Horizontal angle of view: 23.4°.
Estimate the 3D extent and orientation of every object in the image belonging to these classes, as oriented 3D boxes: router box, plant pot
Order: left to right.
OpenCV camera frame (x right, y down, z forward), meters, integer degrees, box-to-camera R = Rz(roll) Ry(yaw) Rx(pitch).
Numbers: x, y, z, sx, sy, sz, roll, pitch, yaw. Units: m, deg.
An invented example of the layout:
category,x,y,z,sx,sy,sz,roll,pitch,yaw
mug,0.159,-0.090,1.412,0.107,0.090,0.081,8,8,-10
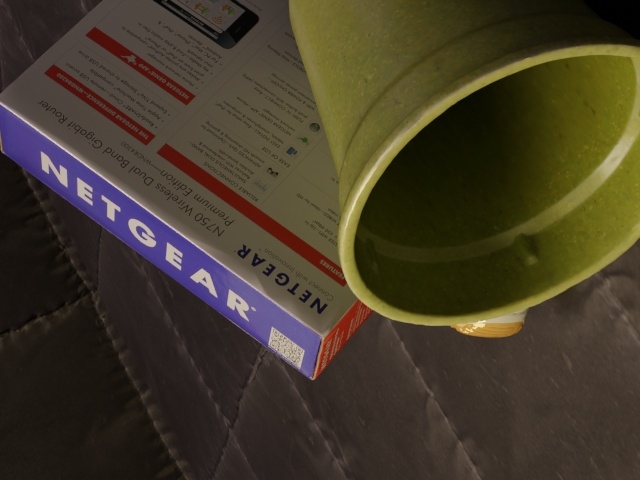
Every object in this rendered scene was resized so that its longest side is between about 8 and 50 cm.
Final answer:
category,x,y,z,sx,sy,sz,roll,pitch,yaw
router box,-0.045,-0.100,1.286,0.335,0.301,0.082,36,153,13
plant pot,0.100,-0.122,1.138,0.276,0.276,0.254,90,160,-51

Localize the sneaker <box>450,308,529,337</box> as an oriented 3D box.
category,x,y,z,sx,sy,sz,roll,pitch,yaw
sneaker,0.118,-0.043,1.427,0.296,0.112,0.131,50,134,43
